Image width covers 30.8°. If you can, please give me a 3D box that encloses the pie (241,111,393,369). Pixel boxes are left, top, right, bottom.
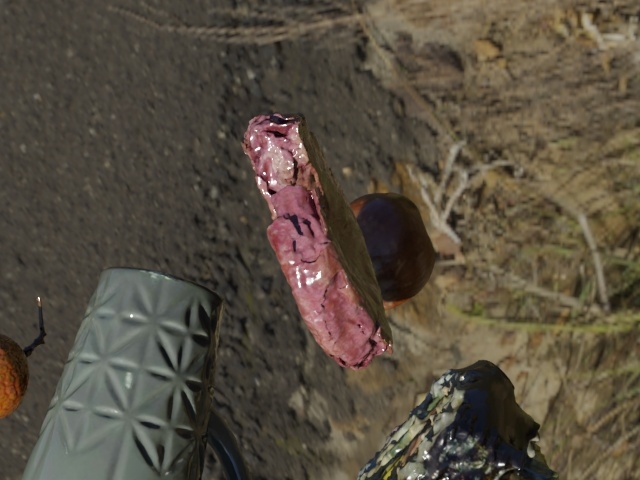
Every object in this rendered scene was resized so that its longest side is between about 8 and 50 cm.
[{"bbox_3d":[0.000,0.000,0.908,0.054,0.204,0.218,-24,54,6],"label":"pie"}]

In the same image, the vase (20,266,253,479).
[{"bbox_3d":[-0.144,0.180,0.880,0.156,0.251,0.300,-7,66,50],"label":"vase"}]

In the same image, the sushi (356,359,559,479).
[{"bbox_3d":[0.237,0.382,1.788,0.285,0.328,0.328,38,81,-1],"label":"sushi"}]

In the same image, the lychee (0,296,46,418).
[{"bbox_3d":[-0.369,0.148,1.314,0.140,0.114,0.101,-10,31,-27],"label":"lychee"}]

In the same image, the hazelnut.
[{"bbox_3d":[0.068,0.016,1.443,0.143,0.154,0.143,-3,50,4],"label":"hazelnut"}]
